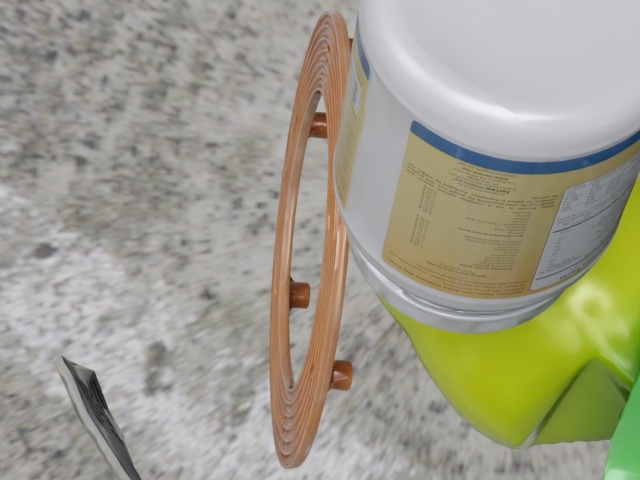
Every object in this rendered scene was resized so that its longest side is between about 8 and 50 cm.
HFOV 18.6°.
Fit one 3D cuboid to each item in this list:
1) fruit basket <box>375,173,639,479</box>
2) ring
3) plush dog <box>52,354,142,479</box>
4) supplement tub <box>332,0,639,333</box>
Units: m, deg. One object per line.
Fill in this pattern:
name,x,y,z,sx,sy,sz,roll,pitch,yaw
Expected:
fruit basket,0.194,0.085,1.132,0.392,0.392,0.283,-2,127,6
ring,0.000,0.000,1.433,0.032,0.336,0.336,5,92,-7
plush dog,-0.093,0.159,0.313,0.225,0.210,0.262,-25,118,-15
supplement tub,0.081,-0.055,0.917,0.144,0.199,0.144,2,60,-4
